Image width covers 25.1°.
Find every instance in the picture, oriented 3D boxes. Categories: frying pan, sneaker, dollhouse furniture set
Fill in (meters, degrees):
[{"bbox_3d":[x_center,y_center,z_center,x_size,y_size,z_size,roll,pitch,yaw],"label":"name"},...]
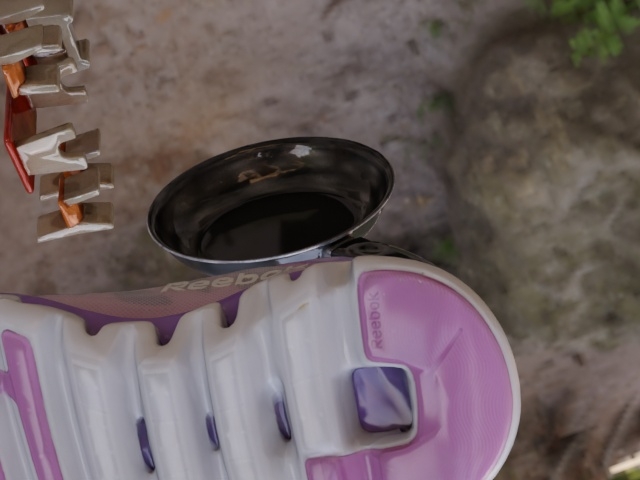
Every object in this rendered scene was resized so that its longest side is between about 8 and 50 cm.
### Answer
[{"bbox_3d":[0.015,-0.015,1.092,0.326,0.053,0.197,12,-143,34],"label":"frying pan"},{"bbox_3d":[-0.045,0.052,0.486,0.236,0.095,0.104,-7,-173,15],"label":"sneaker"},{"bbox_3d":[-0.335,-0.164,1.627,0.135,0.259,0.262,-12,133,3],"label":"dollhouse furniture set"}]
